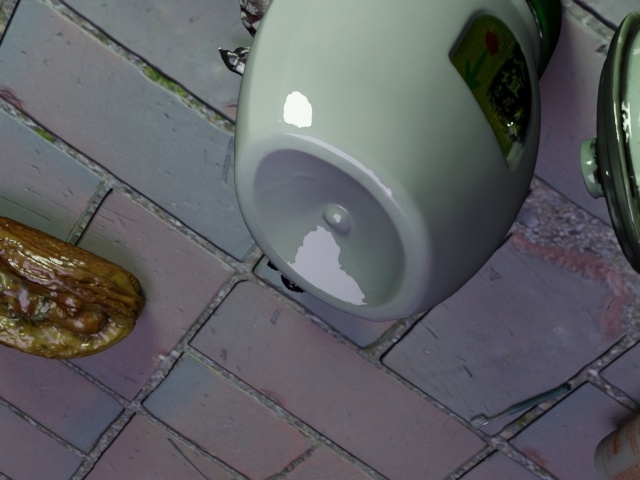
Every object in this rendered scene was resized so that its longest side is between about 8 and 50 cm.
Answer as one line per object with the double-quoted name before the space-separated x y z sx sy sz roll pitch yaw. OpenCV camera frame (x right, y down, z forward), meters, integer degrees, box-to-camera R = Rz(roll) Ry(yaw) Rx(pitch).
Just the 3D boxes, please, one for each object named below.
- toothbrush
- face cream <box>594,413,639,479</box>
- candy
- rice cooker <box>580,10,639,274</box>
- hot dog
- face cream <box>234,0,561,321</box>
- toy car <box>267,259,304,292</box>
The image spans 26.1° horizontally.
"toothbrush" 0.245 0.206 1.713 0.014 0.011 0.167 48 135 -11
"face cream" 0.422 0.216 1.562 0.101 0.101 0.251 35 137 -6
"candy" -0.057 -0.252 1.419 0.094 0.051 0.226 26 136 19
"rice cooker" 0.371 -0.084 1.193 0.317 0.264 0.316 -3 169 -1
"hot dog" -0.372 0.062 1.831 0.272 0.122 0.196 26 136 6
"face cream" 0.071 -0.121 1.241 0.219 0.357 0.312 -14 123 36
"toy car" 0.000 0.000 1.606 0.080 0.070 0.170 31 136 -2
